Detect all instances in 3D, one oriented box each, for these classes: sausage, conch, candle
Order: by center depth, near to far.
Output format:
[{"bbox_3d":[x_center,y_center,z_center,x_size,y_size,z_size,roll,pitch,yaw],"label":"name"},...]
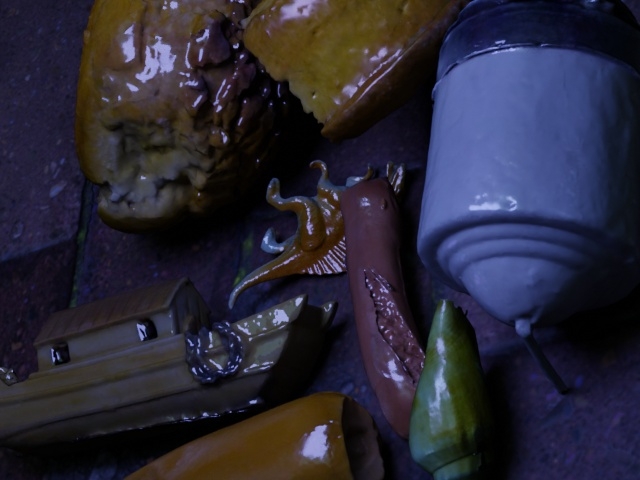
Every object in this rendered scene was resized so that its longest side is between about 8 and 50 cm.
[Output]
[{"bbox_3d":[0.204,-0.058,1.534,0.221,0.221,0.343,-10,57,32],"label":"candle"},{"bbox_3d":[0.126,0.163,1.536,0.079,0.095,0.201,1,73,19],"label":"conch"},{"bbox_3d":[-0.101,0.260,1.634,0.354,0.116,0.134,-25,64,26],"label":"sausage"},{"bbox_3d":[0.066,0.065,1.655,0.078,0.078,0.304,-25,52,22],"label":"sausage"}]

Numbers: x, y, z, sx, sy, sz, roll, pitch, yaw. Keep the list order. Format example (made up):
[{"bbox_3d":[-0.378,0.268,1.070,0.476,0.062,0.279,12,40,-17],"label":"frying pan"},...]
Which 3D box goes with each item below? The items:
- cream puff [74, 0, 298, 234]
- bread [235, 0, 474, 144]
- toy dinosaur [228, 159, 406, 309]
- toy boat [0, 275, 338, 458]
[{"bbox_3d":[-0.138,-0.169,1.818,0.231,0.327,0.343,7,97,0],"label":"cream puff"},{"bbox_3d":[0.076,-0.266,1.710,0.179,0.194,0.340,-42,7,41],"label":"bread"},{"bbox_3d":[0.001,-0.001,1.780,0.142,0.057,0.212,20,87,22],"label":"toy dinosaur"},{"bbox_3d":[-0.187,0.131,1.770,0.445,0.136,0.162,-14,73,26],"label":"toy boat"}]
